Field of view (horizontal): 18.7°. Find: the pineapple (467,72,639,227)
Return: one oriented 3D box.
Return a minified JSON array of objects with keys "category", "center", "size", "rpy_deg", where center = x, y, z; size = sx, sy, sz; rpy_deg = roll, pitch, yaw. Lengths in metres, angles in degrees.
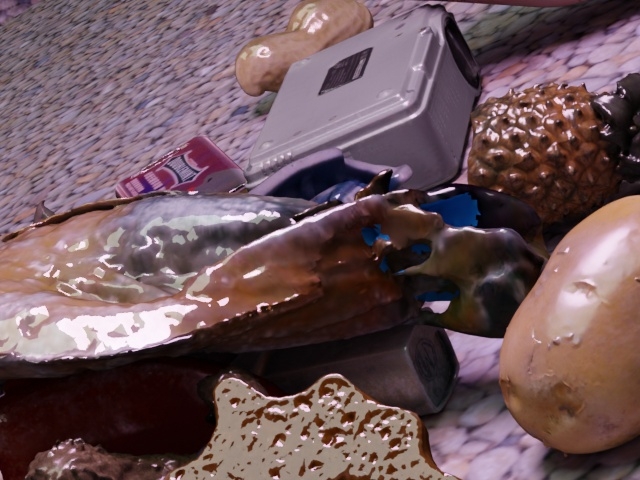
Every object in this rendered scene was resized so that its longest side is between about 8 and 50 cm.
[{"category":"pineapple","center":[0.234,-0.075,1.460],"size":[0.251,0.125,0.125],"rpy_deg":[-12,24,17]}]

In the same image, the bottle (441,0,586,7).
[{"category":"bottle","center":[0.207,-0.309,1.871],"size":[0.297,0.173,0.206],"rpy_deg":[4,-2,14]}]

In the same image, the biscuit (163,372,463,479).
[{"category":"biscuit","center":[-0.007,0.164,1.128],"size":[0.182,0.034,0.215],"rpy_deg":[-31,56,-4]}]

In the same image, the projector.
[{"category":"projector","center":[0.042,-0.117,1.819],"size":[0.192,0.099,0.256],"rpy_deg":[-21,21,20]}]

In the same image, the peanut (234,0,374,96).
[{"category":"peanut","center":[-0.020,-0.218,2.181],"size":[0.187,0.082,0.082],"rpy_deg":[-38,21,-23]}]

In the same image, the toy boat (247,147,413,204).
[{"category":"toy boat","center":[0.000,0.000,1.529],"size":[0.142,0.129,0.309],"rpy_deg":[-34,3,33]}]

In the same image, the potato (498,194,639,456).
[{"category":"potato","center":[0.182,0.052,1.190],"size":[0.178,0.118,0.109],"rpy_deg":[-50,-11,-15]}]

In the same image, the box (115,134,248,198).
[{"category":"box","center":[-0.123,-0.033,1.890],"size":[0.120,0.069,0.224],"rpy_deg":[-32,20,-8]}]

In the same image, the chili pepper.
[{"category":"chili pepper","center":[-0.110,0.137,1.346],"size":[0.253,0.136,0.144],"rpy_deg":[-16,60,19]}]

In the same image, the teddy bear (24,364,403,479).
[{"category":"teddy bear","center":[-0.061,0.170,1.231],"size":[0.251,0.182,0.129],"rpy_deg":[-13,-19,4]}]

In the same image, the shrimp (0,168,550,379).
[{"category":"shrimp","center":[-0.068,0.027,1.307],"size":[0.446,0.110,0.221],"rpy_deg":[-6,20,14]}]

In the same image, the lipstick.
[{"category":"lipstick","center":[-0.027,0.107,1.392],"size":[0.253,0.077,0.079],"rpy_deg":[-12,27,31]}]

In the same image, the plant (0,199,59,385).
[{"category":"plant","center":[-0.290,0.050,1.824],"size":[0.203,0.131,0.142],"rpy_deg":[-40,19,-2]}]
